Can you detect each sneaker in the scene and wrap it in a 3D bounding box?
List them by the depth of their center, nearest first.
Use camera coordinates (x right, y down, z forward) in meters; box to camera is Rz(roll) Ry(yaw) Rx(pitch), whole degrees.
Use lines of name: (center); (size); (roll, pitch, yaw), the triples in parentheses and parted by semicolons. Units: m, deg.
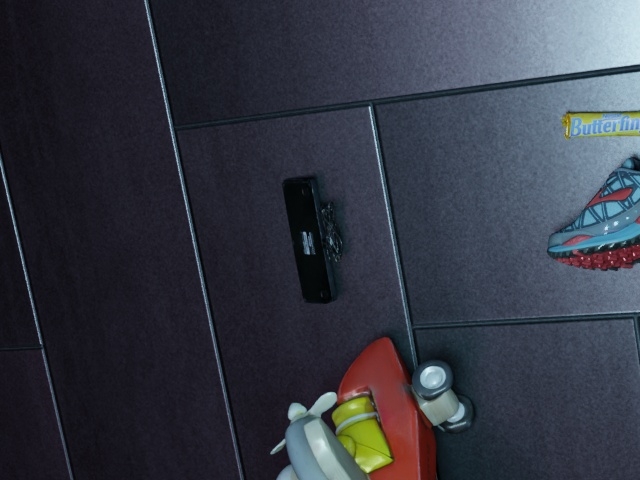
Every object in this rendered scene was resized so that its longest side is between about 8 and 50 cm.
sneaker: (0.409, -0.041, 1.950); (0.262, 0.104, 0.125); (-23, 58, 41)

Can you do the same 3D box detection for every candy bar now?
candy bar: (0.395, -0.152, 1.953); (0.162, 0.018, 0.040); (1, 105, 25)

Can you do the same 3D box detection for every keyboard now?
keyboard: (0.000, 0.000, 2.189); (0.100, 0.038, 0.192); (4, 109, 49)

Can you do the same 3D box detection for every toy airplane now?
toy airplane: (0.066, 0.364, 2.053); (0.273, 0.384, 0.386); (-7, 103, 17)
